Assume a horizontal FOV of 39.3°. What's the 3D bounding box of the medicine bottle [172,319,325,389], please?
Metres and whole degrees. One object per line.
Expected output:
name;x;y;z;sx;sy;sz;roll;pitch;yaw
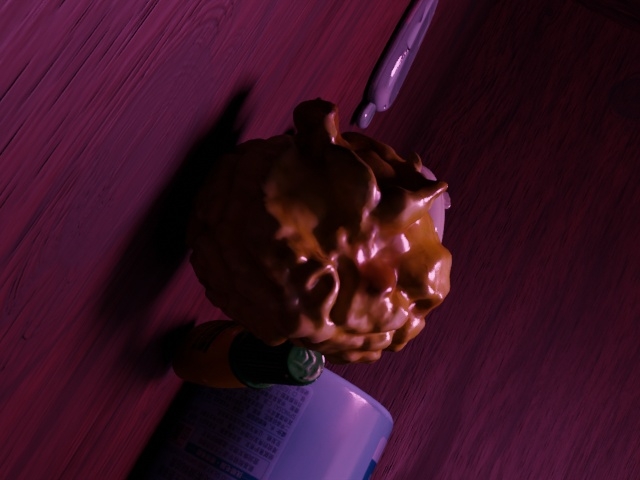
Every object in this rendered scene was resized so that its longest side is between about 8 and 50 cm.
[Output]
medicine bottle;-0.086;0.139;1.081;0.111;0.076;0.309;-35;-166;-26

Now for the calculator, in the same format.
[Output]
calculator;0.145;-0.335;1.656;0.299;0.041;0.185;-63;174;-4

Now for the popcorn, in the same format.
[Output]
popcorn;0.000;0.000;0.900;0.258;0.270;0.224;-24;-169;-16

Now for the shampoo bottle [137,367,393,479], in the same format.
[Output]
shampoo bottle;-0.095;0.365;1.442;0.342;0.331;0.331;-62;174;-16

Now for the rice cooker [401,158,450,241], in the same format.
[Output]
rice cooker;0.034;-0.022;1.202;0.226;0.244;0.226;-167;-90;-78
